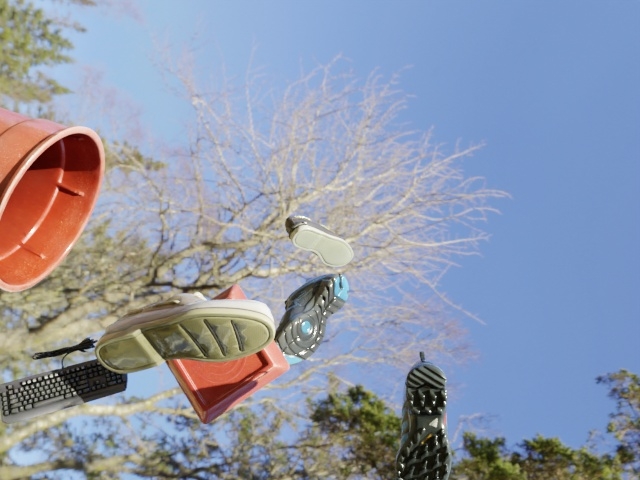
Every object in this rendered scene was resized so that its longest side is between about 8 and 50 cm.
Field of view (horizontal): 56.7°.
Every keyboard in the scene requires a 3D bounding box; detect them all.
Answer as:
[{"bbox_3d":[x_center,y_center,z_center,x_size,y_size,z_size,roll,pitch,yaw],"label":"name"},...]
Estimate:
[{"bbox_3d":[-0.692,0.359,1.597,0.033,0.317,0.201,103,-34,-46],"label":"keyboard"}]

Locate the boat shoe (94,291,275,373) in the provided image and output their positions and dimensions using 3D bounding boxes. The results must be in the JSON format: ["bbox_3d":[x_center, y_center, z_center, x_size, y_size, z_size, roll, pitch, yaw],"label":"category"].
[{"bbox_3d":[-0.215,0.133,0.960,0.103,0.302,0.113,-80,158,-55],"label":"boat shoe"}]

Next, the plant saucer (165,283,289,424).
[{"bbox_3d":[-0.251,0.280,1.469,0.259,0.258,0.048,56,-4,6],"label":"plant saucer"}]

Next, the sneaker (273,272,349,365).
[{"bbox_3d":[-0.052,0.223,1.681,0.140,0.341,0.125,-1,-57,41],"label":"sneaker"}]

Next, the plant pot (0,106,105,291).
[{"bbox_3d":[-0.524,-0.100,0.902,0.265,0.272,0.272,24,-68,2],"label":"plant pot"}]

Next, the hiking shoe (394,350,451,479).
[{"bbox_3d":[0.222,0.399,1.249,0.113,0.132,0.304,7,-86,8],"label":"hiking shoe"}]

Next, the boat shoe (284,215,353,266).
[{"bbox_3d":[0.000,0.000,1.472,0.081,0.228,0.068,-45,-131,13],"label":"boat shoe"}]
